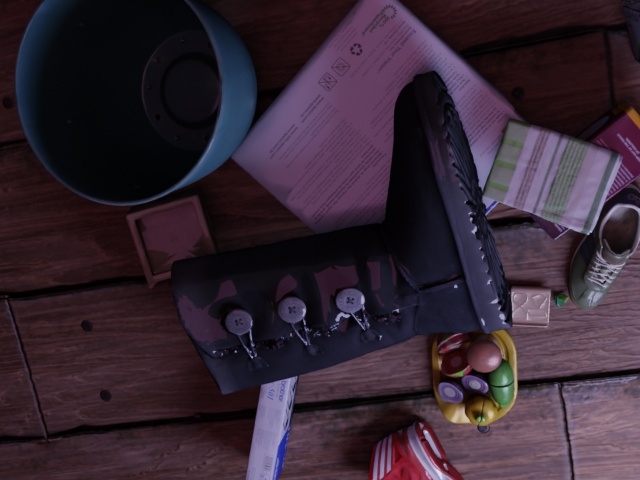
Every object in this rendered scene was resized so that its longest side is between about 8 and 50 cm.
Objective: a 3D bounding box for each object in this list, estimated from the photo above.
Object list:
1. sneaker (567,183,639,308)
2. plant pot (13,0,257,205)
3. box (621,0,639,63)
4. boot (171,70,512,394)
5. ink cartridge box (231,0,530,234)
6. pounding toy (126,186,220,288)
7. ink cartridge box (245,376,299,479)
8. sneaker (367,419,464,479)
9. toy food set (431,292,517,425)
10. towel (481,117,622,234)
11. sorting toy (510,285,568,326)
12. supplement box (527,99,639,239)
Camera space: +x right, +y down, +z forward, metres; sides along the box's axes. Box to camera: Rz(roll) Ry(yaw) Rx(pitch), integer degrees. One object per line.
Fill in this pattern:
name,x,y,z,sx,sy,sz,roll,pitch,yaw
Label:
sneaker,0.396,0.016,1.260,0.064,0.086,0.192,20,108,5
plant pot,-0.219,-0.203,1.228,0.293,0.235,0.293,2,98,18
box,0.534,-0.292,1.111,0.290,0.169,0.087,-14,104,13
boot,0.001,0.002,1.248,0.445,0.146,0.367,-13,103,19
ink cartridge box,0.095,-0.133,1.287,0.330,0.071,0.324,42,109,-5
pounding toy,-0.226,0.005,1.381,0.130,0.100,0.141,-16,104,0
ink cartridge box,-0.073,0.283,1.416,0.046,0.097,0.207,13,107,7
sneaker,0.155,0.399,1.423,0.128,0.087,0.221,-26,87,25
toy food set,0.225,0.188,1.342,0.128,0.071,0.218,-2,108,14
towel,0.299,-0.085,1.180,0.152,0.023,0.113,21,104,11
sorting toy,0.321,0.097,1.335,0.083,0.012,0.062,2,108,10
supplement box,0.362,-0.096,1.227,0.188,0.104,0.081,-40,93,18
